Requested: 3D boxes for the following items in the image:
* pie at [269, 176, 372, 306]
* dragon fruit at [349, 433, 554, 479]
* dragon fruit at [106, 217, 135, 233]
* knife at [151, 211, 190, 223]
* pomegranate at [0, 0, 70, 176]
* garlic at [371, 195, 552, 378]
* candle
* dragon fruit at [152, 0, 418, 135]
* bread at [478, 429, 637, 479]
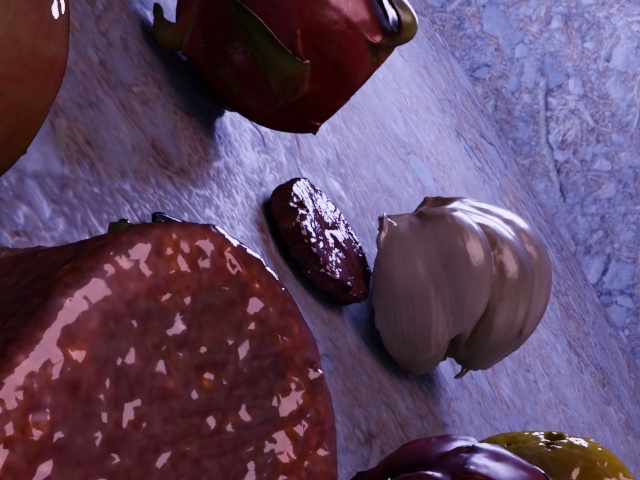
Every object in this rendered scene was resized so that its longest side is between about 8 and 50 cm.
[{"bbox_3d":[0.000,0.000,1.266,0.154,0.036,0.154,51,19,-25],"label":"pie"},{"bbox_3d":[0.097,0.233,0.903,0.193,0.192,0.274,51,5,1],"label":"dragon fruit"},{"bbox_3d":[-0.103,0.096,0.680,0.137,0.135,0.236,46,41,-39],"label":"dragon fruit"},{"bbox_3d":[-0.102,0.000,1.013,0.121,0.018,0.031,25,36,-59],"label":"knife"},{"bbox_3d":[-0.212,-0.101,0.598,0.191,0.191,0.191,51,19,-25],"label":"pomegranate"},{"bbox_3d":[0.161,0.056,1.384,0.281,0.184,0.203,-38,126,-79],"label":"garlic"},{"bbox_3d":[-0.088,0.147,0.488,0.287,0.131,0.317,-2,80,-50],"label":"candle"},{"bbox_3d":[-0.038,-0.220,1.224,0.227,0.224,0.224,47,20,-18],"label":"dragon fruit"},{"bbox_3d":[0.215,0.277,1.197,0.170,0.197,0.197,54,13,-61],"label":"bread"}]
